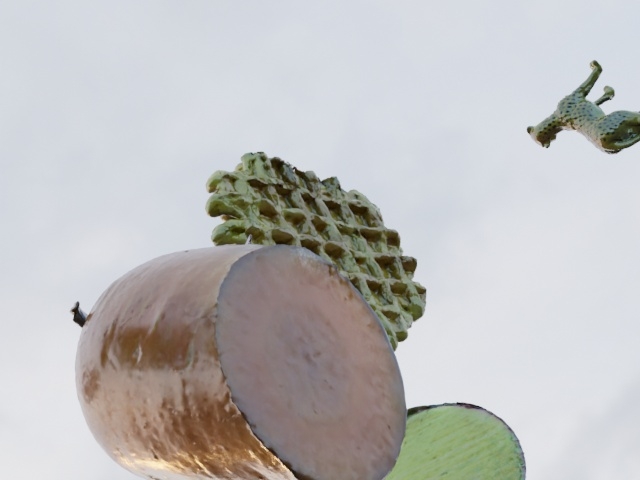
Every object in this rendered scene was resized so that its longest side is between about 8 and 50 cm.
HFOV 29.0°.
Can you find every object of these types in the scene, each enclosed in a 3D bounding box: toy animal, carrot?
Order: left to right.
[{"bbox_3d":[-0.091,0.098,0.995,0.193,0.214,0.331,9,-15,-39],"label":"carrot"},{"bbox_3d":[0.393,-0.159,1.724,0.136,0.181,0.073,-41,-43,-8],"label":"toy animal"}]

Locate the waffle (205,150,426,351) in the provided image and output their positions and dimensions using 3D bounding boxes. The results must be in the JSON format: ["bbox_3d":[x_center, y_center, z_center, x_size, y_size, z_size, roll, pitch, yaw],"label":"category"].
[{"bbox_3d":[-0.002,0.002,1.486,0.312,0.307,0.060,36,-62,-15],"label":"waffle"}]

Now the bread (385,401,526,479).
[{"bbox_3d":[0.098,0.256,1.213,0.228,0.228,0.033,-28,-54,10],"label":"bread"}]
